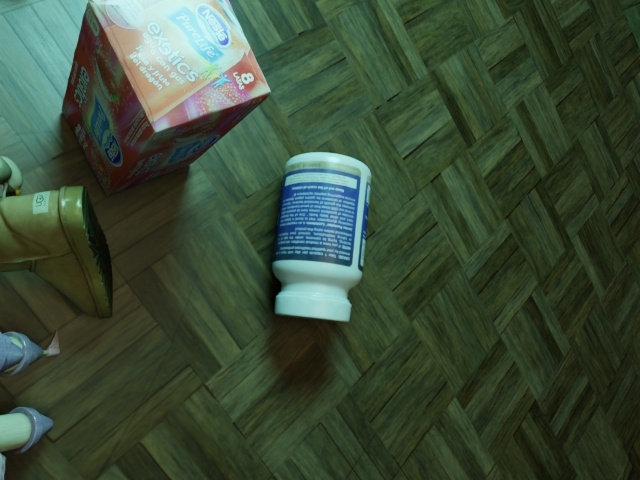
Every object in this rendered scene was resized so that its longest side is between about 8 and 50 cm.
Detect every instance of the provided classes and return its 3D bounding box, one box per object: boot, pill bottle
[{"bbox_3d":[-0.406,0.025,0.601,0.269,0.236,0.089,-6,46,-13],"label":"boot"},{"bbox_3d":[0.000,0.000,0.837,0.153,0.153,0.265,13,77,-31],"label":"pill bottle"}]

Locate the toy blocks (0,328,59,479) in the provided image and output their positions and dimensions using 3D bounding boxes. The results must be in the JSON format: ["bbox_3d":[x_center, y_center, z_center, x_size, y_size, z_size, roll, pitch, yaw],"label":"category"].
[{"bbox_3d":[-0.369,0.230,0.522,0.260,0.308,0.289,41,45,-69],"label":"toy blocks"}]

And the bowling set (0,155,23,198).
[{"bbox_3d":[-0.503,-0.156,0.565,0.199,0.154,0.287,-21,97,-14],"label":"bowling set"}]

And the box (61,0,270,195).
[{"bbox_3d":[-0.212,-0.176,0.637,0.154,0.300,0.142,-30,98,-33],"label":"box"}]
